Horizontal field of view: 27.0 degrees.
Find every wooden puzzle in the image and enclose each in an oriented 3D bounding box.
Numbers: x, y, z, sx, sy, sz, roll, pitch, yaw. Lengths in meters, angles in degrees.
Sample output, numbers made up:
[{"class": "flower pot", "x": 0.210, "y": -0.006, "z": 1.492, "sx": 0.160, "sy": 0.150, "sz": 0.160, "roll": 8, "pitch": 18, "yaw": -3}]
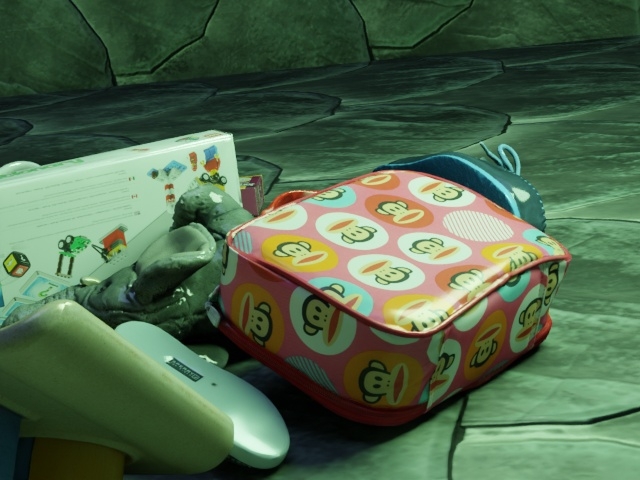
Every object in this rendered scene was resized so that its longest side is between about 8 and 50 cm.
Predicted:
[{"class": "wooden puzzle", "x": -0.267, "y": 0.138, "z": 0.897, "sx": 0.348, "sy": 0.080, "sz": 0.322, "roll": -7, "pitch": -24, "yaw": 14}]

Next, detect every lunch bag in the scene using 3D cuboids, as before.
[{"class": "lunch bag", "x": 0.051, "y": 0.028, "z": 1.178, "sx": 0.258, "sy": 0.120, "sz": 0.293, "roll": 30, "pitch": 33, "yaw": 31}]

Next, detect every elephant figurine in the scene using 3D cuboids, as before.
[{"class": "elephant figurine", "x": -0.143, "y": 0.062, "z": 1.262, "sx": 0.186, "sy": 0.169, "sz": 0.239, "roll": -42, "pitch": -6, "yaw": 41}]

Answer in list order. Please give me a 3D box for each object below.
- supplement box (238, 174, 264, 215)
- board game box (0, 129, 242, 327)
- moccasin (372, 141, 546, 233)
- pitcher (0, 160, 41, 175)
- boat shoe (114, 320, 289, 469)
[{"class": "supplement box", "x": -0.111, "y": -0.062, "z": 1.883, "sx": 0.055, "sy": 0.043, "sz": 0.083, "roll": -4, "pitch": 15, "yaw": 5}, {"class": "board game box", "x": -0.222, "y": 0.010, "z": 1.369, "sx": 0.305, "sy": 0.192, "sz": 0.053, "roll": -14, "pitch": 17, "yaw": -28}, {"class": "moccasin", "x": 0.175, "y": -0.060, "z": 1.569, "sx": 0.117, "sy": 0.137, "sz": 0.342, "roll": -8, "pitch": 15, "yaw": -22}, {"class": "pitcher", "x": -0.430, "y": -0.035, "z": 1.724, "sx": 0.207, "sy": 0.125, "sz": 0.177, "roll": -11, "pitch": 42, "yaw": -29}, {"class": "boat shoe", "x": -0.103, "y": 0.144, "z": 1.077, "sx": 0.183, "sy": 0.083, "sz": 0.065, "roll": 34, "pitch": 36, "yaw": 27}]
